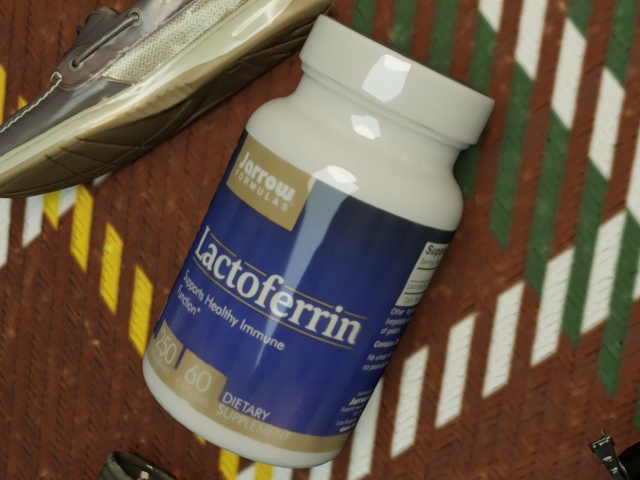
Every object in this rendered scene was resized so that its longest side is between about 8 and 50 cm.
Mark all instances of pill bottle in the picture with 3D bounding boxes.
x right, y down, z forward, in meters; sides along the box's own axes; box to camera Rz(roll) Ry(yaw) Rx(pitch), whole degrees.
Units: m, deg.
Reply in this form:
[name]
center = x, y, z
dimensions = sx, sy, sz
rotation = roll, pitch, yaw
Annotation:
[pill bottle]
center = 0.000, 0.000, 0.635
dimensions = 0.153, 0.153, 0.265
rotation = 28, 103, 12

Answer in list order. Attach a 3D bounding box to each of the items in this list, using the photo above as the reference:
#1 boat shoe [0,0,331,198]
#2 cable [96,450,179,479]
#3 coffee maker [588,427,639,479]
[boat shoe]
center = -0.131, -0.125, 0.692
dimensions = 0.285, 0.103, 0.092
rotation = -29, 82, 14
[cable]
center = -0.079, 0.242, 0.721
dimensions = 0.287, 0.139, 0.072
rotation = 23, 105, -7
[coffee maker]
center = 0.274, 0.132, 0.556
dimensions = 0.178, 0.171, 0.120
rotation = -35, 56, 11
